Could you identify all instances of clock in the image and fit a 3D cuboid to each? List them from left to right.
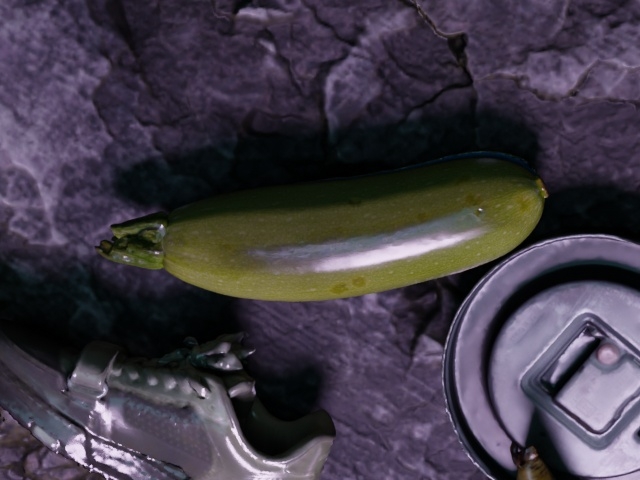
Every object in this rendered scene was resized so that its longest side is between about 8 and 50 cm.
[{"bbox_3d":[0.203,0.098,1.405,0.226,0.049,0.226,3,106,9],"label":"clock"}]

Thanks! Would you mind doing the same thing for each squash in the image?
[{"bbox_3d":[0.000,0.000,1.395,0.341,0.094,0.094,-8,103,9],"label":"squash"}]

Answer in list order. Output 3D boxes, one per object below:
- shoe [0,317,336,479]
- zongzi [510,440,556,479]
[{"bbox_3d":[-0.119,0.114,1.438,0.293,0.109,0.149,34,103,-3],"label":"shoe"},{"bbox_3d":[0.123,0.290,1.419,0.228,0.115,0.256,-26,113,17],"label":"zongzi"}]
